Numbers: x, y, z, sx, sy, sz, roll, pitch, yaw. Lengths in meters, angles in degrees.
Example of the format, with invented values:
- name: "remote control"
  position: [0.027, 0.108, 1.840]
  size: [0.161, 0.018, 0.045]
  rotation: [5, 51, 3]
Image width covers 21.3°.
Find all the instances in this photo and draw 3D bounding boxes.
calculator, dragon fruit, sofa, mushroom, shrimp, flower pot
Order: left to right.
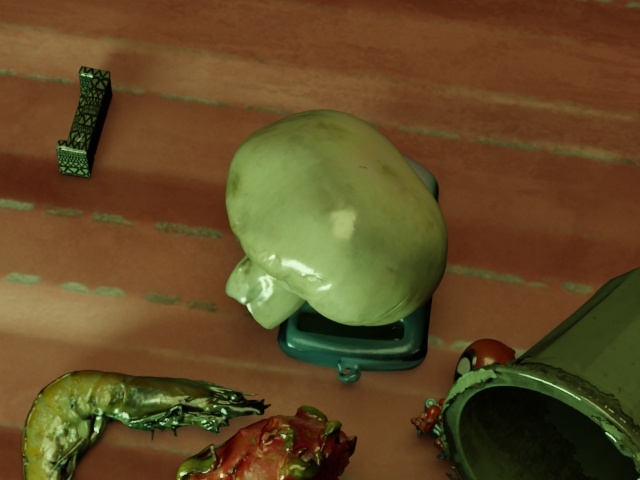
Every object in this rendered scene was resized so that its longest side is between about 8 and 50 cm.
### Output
- name: "sofa"
  position: [-0.272, -0.137, 1.964]
  size: [0.039, 0.060, 0.118]
  rotation: [11, 62, 0]
- name: "shrimp"
  position: [-0.185, 0.232, 1.782]
  size: [0.262, 0.051, 0.198]
  rotation: [1, 69, 3]
- name: "dragon fruit"
  position: [-0.059, 0.244, 1.726]
  size: [0.208, 0.133, 0.150]
  rotation: [-17, 58, 10]
- name: "mushroom"
  position: [0.000, 0.000, 1.778]
  size: [0.254, 0.234, 0.260]
  rotation: [36, 23, -13]
- name: "calculator"
  position: [0.042, 0.024, 1.891]
  size: [0.173, 0.051, 0.293]
  rotation: [6, 62, 1]
- name: "flower pot"
  position: [0.296, 0.176, 1.719]
  size: [0.290, 0.290, 0.259]
  rotation: [35, 53, 16]

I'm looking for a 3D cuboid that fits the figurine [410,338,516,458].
- name: "figurine"
  position: [0.160, 0.163, 1.803]
  size: [0.068, 0.075, 0.140]
  rotation: [38, 80, 20]
